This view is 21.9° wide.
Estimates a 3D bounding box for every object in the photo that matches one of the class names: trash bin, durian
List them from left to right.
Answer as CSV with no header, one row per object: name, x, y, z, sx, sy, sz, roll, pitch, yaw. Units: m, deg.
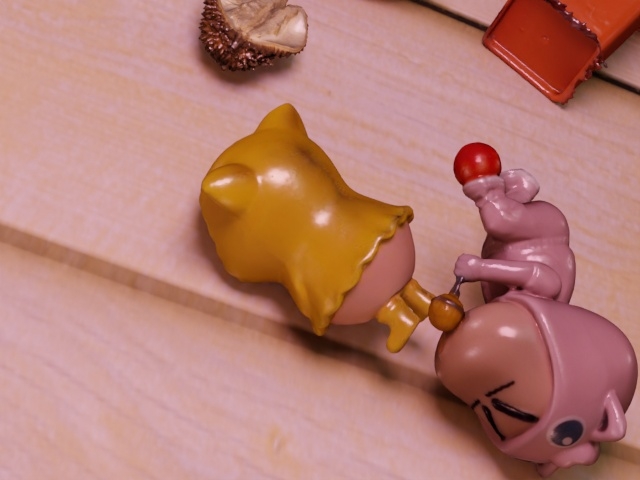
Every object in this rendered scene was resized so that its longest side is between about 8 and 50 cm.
durian,-0.074,-0.197,1.581,0.110,0.071,0.140,37,34,-5
trash bin,0.302,-0.263,1.785,0.184,0.161,0.239,38,55,3

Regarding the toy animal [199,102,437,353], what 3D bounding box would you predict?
toy animal,0.002,-0.003,1.431,0.230,0.156,0.156,41,47,1

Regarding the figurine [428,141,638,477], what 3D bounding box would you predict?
figurine,0.167,0.064,1.444,0.186,0.176,0.287,-6,78,-19
